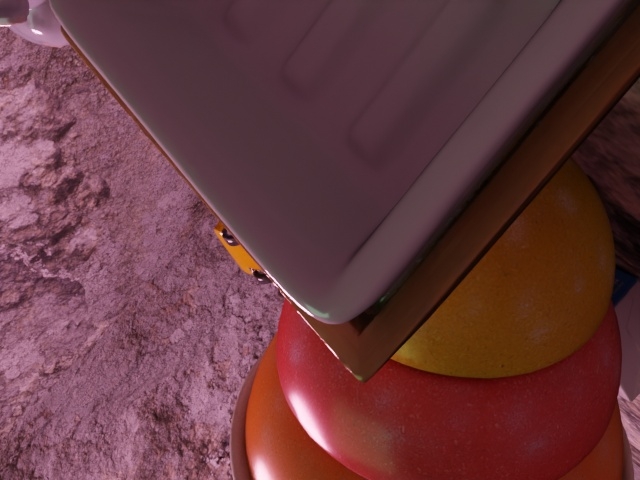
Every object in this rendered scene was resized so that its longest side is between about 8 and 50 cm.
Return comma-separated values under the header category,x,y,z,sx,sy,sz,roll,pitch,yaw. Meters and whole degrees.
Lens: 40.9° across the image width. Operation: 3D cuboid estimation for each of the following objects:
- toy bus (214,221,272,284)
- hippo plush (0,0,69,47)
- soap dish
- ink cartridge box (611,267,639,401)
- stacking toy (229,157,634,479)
category,x,y,z,sx,sy,sz,roll,pitch,yaw
toy bus,0.000,0.000,1.238,0.332,0.130,0.108,10,145,44
hippo plush,-0.181,-0.256,0.693,0.234,0.236,0.294,42,175,12
soap dish,0.012,-0.113,0.421,0.291,0.229,0.118,47,-161,28
ink cartridge box,0.245,0.059,0.912,0.134,0.078,0.231,48,172,-38
stacking toy,0.103,0.035,0.617,0.350,0.350,0.480,39,145,31
